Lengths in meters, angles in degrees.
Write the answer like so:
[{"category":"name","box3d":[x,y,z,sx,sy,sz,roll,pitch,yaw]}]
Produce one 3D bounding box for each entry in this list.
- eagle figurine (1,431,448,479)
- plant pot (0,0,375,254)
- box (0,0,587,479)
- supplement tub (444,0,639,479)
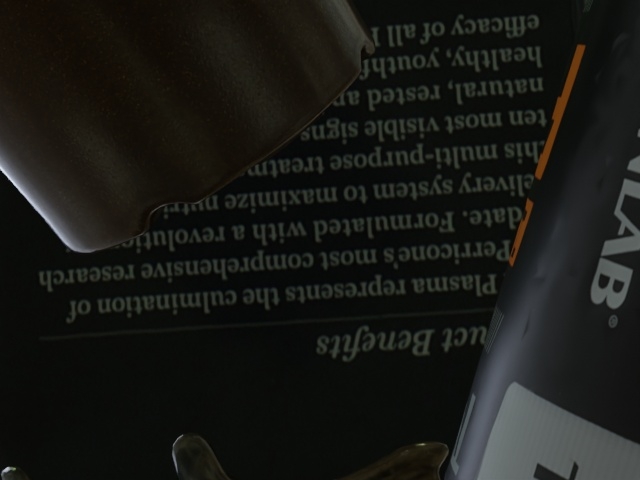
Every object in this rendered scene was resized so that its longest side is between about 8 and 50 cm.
[{"category":"eagle figurine","box3d":[-0.008,0.210,0.547,0.226,0.225,0.298,96,-9,-63]},{"category":"plant pot","box3d":[-0.078,-0.095,0.634,0.165,0.167,0.167,56,2,-14]},{"category":"box","box3d":[0.000,0.000,1.055,0.480,0.297,0.472,54,34,-81]},{"category":"supplement tub","box3d":[0.142,0.004,0.430,0.193,0.193,0.316,-122,-132,-82]}]
